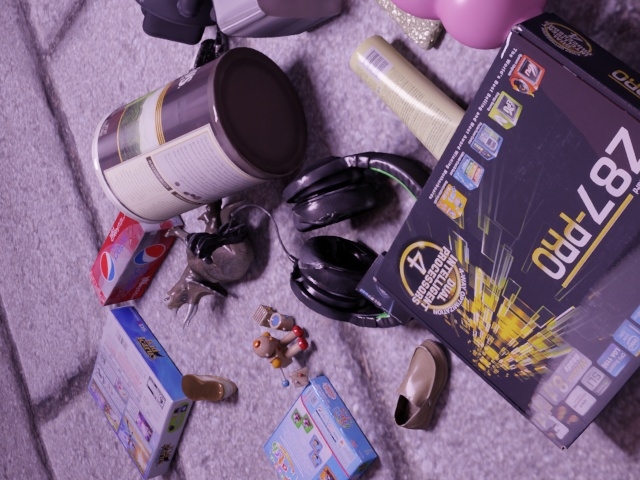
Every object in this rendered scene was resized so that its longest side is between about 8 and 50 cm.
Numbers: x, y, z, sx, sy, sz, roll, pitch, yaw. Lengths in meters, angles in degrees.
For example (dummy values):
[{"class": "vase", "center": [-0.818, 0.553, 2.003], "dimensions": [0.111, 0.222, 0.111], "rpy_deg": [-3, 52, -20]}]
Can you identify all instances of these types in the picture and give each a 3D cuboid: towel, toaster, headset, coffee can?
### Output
[{"class": "towel", "center": [0.120, -0.330, 1.276], "dimensions": [0.148, 0.027, 0.110], "rpy_deg": [54, 136, 27]}, {"class": "toaster", "center": [-0.073, -0.373, 1.384], "dimensions": [0.110, 0.168, 0.185], "rpy_deg": [-10, 91, 50]}, {"class": "headset", "center": [0.000, 0.000, 1.381], "dimensions": [0.394, 0.185, 0.243], "rpy_deg": [4, 103, 38]}, {"class": "coffee can", "center": [-0.189, -0.155, 1.505], "dimensions": [0.275, 0.201, 0.201], "rpy_deg": [-18, 85, 36]}]

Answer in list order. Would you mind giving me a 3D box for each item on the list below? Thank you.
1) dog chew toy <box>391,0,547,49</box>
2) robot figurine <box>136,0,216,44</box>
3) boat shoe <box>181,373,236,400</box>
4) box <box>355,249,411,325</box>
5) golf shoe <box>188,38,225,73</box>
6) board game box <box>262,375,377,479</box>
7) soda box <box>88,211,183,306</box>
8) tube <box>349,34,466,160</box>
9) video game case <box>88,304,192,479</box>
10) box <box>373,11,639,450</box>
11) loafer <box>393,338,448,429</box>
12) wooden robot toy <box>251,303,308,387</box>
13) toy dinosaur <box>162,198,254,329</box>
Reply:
[{"class": "dog chew toy", "center": [0.134, -0.353, 1.129], "dimensions": [0.332, 0.207, 0.206], "rpy_deg": [52, 135, 17]}, {"class": "robot figurine", "center": [-0.206, -0.448, 1.519], "dimensions": [0.209, 0.173, 0.278], "rpy_deg": [41, 130, 20]}, {"class": "boat shoe", "center": [-0.209, 0.275, 1.813], "dimensions": [0.135, 0.045, 0.050], "rpy_deg": [4, 93, 47]}, {"class": "box", "center": [0.098, 0.064, 1.295], "dimensions": [0.083, 0.018, 0.067], "rpy_deg": [38, 118, 7]}, {"class": "golf shoe", "center": [-0.211, -0.251, 1.656], "dimensions": [0.094, 0.077, 0.198], "rpy_deg": [32, 121, 42]}, {"class": "board game box", "center": [-0.007, 0.347, 1.594], "dimensions": [0.160, 0.039, 0.211], "rpy_deg": [55, 135, 26]}, {"class": "soda box", "center": [-0.363, 0.020, 1.895], "dimensions": [0.083, 0.092, 0.263], "rpy_deg": [59, 137, 21]}, {"class": "tube", "center": [0.134, -0.174, 1.282], "dimensions": [0.240, 0.062, 0.070], "rpy_deg": [48, 176, 25]}, {"class": "video game case", "center": [-0.376, 0.313, 2.012], "dimensions": [0.269, 0.061, 0.244], "rpy_deg": [48, 131, 32]}, {"class": "box", "center": [0.265, -0.002, 1.090], "dimensions": [0.318, 0.097, 0.395], "rpy_deg": [41, 130, 17]}, {"class": "loafer", "center": [0.140, 0.209, 1.373], "dimensions": [0.056, 0.050, 0.148], "rpy_deg": [30, 121, 42]}, {"class": "wooden robot toy", "center": [-0.076, 0.163, 1.580], "dimensions": [0.076, 0.079, 0.173], "rpy_deg": [-45, 48, 23]}, {"class": "toy dinosaur", "center": [-0.169, 0.013, 1.669], "dimensions": [0.313, 0.121, 0.160], "rpy_deg": [-37, 83, 43]}]
